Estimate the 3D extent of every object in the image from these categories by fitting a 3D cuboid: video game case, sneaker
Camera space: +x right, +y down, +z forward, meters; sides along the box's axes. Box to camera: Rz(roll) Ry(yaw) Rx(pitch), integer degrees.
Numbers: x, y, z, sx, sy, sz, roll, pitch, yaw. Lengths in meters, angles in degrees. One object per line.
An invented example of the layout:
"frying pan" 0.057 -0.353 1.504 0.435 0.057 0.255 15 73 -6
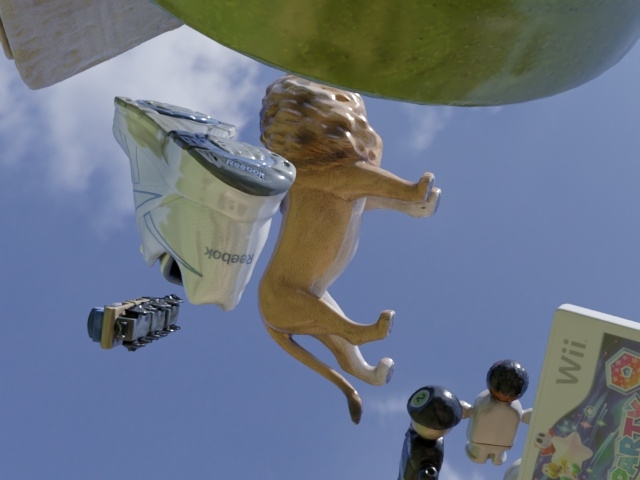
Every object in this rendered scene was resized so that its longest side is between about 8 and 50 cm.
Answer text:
"video game case" 0.123 0.077 0.359 0.122 0.011 0.087 15 -77 24
"sneaker" -0.117 -0.039 0.947 0.111 0.297 0.129 11 -77 -21

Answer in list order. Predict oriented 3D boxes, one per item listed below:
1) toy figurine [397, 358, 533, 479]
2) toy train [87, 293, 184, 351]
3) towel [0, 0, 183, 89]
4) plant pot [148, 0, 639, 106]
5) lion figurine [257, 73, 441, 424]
"toy figurine" 0.205 0.234 1.267 0.213 0.209 0.148 34 -53 36
"toy train" -0.111 0.047 0.707 0.036 0.158 0.027 8 -90 2
"towel" -0.189 -0.230 0.971 0.049 0.187 0.282 58 -16 13
"plant pot" 0.059 -0.237 0.304 0.366 0.366 0.353 31 -43 5
"lion figurine" 0.000 0.000 1.396 0.240 0.142 0.392 16 -93 15
